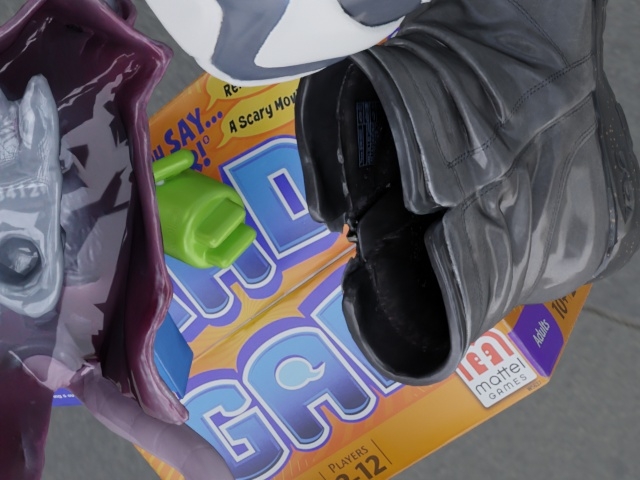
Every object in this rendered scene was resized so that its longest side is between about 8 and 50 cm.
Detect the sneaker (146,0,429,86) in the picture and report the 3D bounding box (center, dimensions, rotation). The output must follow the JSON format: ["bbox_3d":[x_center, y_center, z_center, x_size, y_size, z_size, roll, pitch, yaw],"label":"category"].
[{"bbox_3d":[-0.016,-0.160,0.346,0.153,0.094,0.235,-24,102,34],"label":"sneaker"}]

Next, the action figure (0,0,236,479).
[{"bbox_3d":[-0.128,-0.018,0.661,0.248,0.370,0.276,-36,109,-1],"label":"action figure"}]

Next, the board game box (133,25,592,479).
[{"bbox_3d":[0.000,0.000,1.418,0.356,0.356,0.356,-36,96,28],"label":"board game box"}]

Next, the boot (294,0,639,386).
[{"bbox_3d":[0.066,-0.110,0.825,0.222,0.118,0.338,-19,90,-52],"label":"boot"}]

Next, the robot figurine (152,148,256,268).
[{"bbox_3d":[-0.104,-0.020,1.177,0.067,0.115,0.101,-49,140,-21],"label":"robot figurine"}]

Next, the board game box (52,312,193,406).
[{"bbox_3d":[-0.202,0.043,1.117,0.160,0.047,0.210,-5,139,17],"label":"board game box"}]
